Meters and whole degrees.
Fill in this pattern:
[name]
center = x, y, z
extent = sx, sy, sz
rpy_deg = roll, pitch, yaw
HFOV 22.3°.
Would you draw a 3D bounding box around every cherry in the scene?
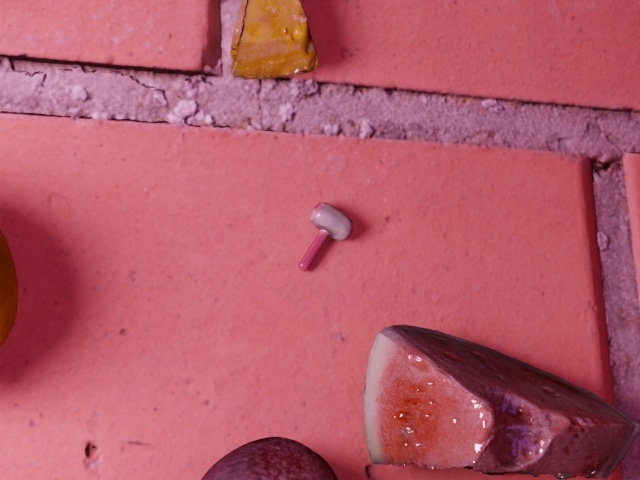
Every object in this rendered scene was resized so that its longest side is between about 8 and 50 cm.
[cherry]
center = -0.046, 0.287, 1.685
extent = 0.176, 0.140, 0.176
rpy_deg = 9, 60, -16

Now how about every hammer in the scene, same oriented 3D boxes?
[hammer]
center = 0.000, 0.000, 1.835
extent = 0.052, 0.031, 0.083
rpy_deg = 34, 73, -10

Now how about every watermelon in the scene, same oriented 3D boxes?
[watermelon]
center = 0.191, 0.213, 1.777
extent = 0.318, 0.226, 0.148
rpy_deg = 19, 98, -7

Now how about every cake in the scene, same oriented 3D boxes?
[cake]
center = -0.078, -0.266, 1.848
extent = 0.116, 0.079, 0.185
rpy_deg = -23, 98, -14

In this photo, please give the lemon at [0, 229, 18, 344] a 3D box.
[lemon]
center = -0.394, 0.034, 1.562
extent = 0.188, 0.188, 0.257
rpy_deg = -31, 97, -27
